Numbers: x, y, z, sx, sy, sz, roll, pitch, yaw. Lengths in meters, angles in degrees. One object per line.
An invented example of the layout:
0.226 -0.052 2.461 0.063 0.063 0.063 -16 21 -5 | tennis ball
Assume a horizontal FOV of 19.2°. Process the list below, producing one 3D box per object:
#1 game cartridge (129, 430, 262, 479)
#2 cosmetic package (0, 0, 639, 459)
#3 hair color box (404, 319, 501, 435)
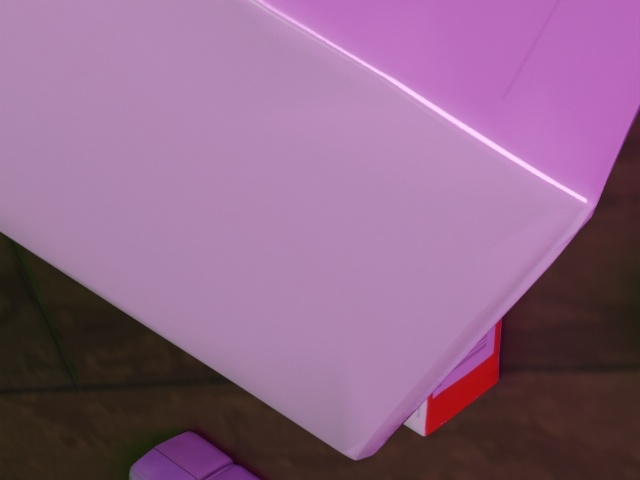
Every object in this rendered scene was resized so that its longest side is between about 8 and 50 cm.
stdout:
-0.012 0.296 1.029 0.230 0.068 0.355 35 138 36 | game cartridge
-0.076 -0.137 0.563 0.385 0.217 0.156 31 140 -2 | cosmetic package
0.000 0.000 0.806 0.167 0.053 0.093 30 136 32 | hair color box
